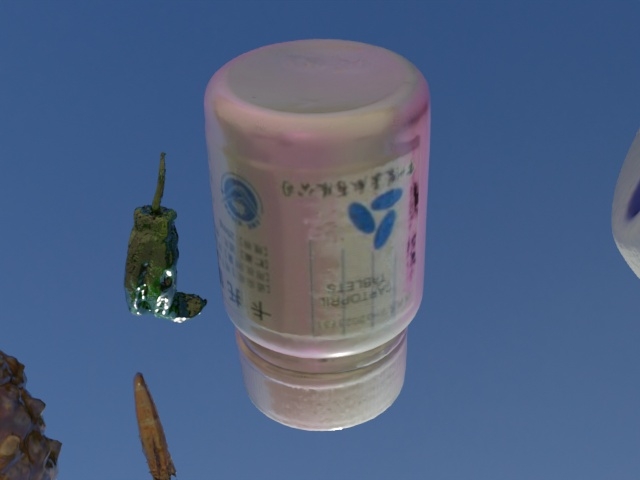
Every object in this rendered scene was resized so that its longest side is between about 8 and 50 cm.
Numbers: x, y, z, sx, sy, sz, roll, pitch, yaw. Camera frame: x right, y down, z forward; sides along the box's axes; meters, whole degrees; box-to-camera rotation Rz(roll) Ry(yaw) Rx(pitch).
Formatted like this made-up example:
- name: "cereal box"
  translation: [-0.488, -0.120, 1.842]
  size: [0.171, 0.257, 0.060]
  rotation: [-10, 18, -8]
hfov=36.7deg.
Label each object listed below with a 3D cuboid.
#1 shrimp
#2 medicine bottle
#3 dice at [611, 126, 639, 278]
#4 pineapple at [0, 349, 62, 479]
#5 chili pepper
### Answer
- name: "shrimp"
  translation: [-0.222, 0.264, 1.275]
  size: [0.034, 0.124, 0.178]
  rotation: [-16, -111, -14]
- name: "medicine bottle"
  translation: [0.000, 0.000, 0.682]
  size: [0.152, 0.152, 0.255]
  rotation: [12, -56, 20]
- name: "dice"
  translation: [0.495, -0.061, 0.972]
  size: [0.304, 0.304, 0.277]
  rotation: [28, -54, 1]
- name: "pineapple"
  translation: [-0.176, 0.026, 0.354]
  size: [0.119, 0.111, 0.237]
  rotation: [17, -53, 55]
- name: "chili pepper"
  translation: [-0.207, 0.029, 1.268]
  size: [0.065, 0.122, 0.279]
  rotation: [19, -42, 17]
